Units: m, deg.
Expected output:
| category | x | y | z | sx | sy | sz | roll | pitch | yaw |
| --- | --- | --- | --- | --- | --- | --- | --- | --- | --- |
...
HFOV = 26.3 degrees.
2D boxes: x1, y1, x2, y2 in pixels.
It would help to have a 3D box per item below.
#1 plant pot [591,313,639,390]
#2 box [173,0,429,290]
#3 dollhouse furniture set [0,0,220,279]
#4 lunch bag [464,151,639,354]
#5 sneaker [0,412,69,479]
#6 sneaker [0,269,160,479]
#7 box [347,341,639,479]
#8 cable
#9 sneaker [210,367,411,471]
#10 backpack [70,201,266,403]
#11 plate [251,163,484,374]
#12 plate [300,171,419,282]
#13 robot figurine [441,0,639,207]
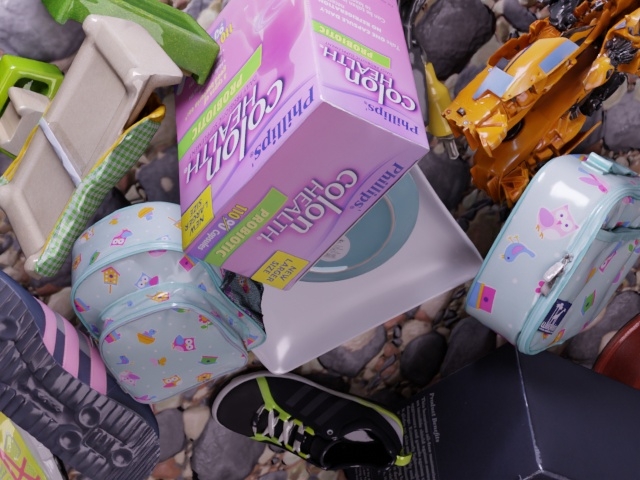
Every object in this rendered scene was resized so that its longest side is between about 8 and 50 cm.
| category | x | y | z | sx | sy | sz | roll | pitch | yaw |
| --- | --- | --- | --- | --- | --- | --- | --- | --- | --- |
| plant pot | 0.529 | 0.248 | 1.785 | 0.272 | 0.265 | 0.272 | -12 | 125 | -19 |
| box | -0.028 | -0.121 | 1.241 | 0.117 | 0.243 | 0.213 | 21 | 131 | -31 |
| dollhouse furniture set | -0.175 | -0.092 | 1.188 | 0.151 | 0.301 | 0.197 | 22 | 106 | -32 |
| lunch bag | 0.283 | 0.008 | 1.534 | 0.224 | 0.108 | 0.279 | -59 | 160 | 18 |
| sneaker | -0.329 | 0.248 | 1.482 | 0.094 | 0.081 | 0.208 | -23 | 117 | -10 |
| sneaker | -0.294 | 0.119 | 1.403 | 0.112 | 0.131 | 0.319 | -40 | 107 | 5 |
| box | 0.239 | 0.286 | 1.654 | 0.296 | 0.182 | 0.294 | 24 | 137 | -36 |
| cable | 0.075 | -0.206 | 1.418 | 0.139 | 0.072 | 0.287 | -5 | 111 | -4 |
| sneaker | -0.009 | 0.211 | 1.564 | 0.235 | 0.097 | 0.084 | 10 | 112 | -5 |
| backpack | -0.160 | 0.060 | 1.370 | 0.166 | 0.144 | 0.188 | -23 | 123 | 16 |
| plate | 0.000 | 0.000 | 1.469 | 0.277 | 0.045 | 0.278 | -27 | 131 | 13 |
| plate | 0.012 | -0.020 | 1.408 | 0.188 | 0.024 | 0.188 | -6 | 131 | -7 |
| robot figurine | 0.268 | -0.178 | 1.468 | 0.291 | 0.085 | 0.211 | -42 | 144 | -6 |
